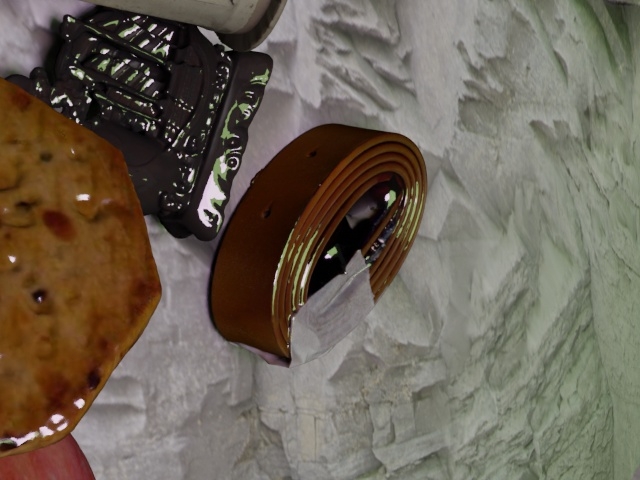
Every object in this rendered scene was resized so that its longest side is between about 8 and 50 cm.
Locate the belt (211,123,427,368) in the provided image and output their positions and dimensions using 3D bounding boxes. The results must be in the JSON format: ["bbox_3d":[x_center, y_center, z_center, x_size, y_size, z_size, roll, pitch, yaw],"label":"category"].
[{"bbox_3d":[0.000,0.000,1.096,0.338,0.122,0.217,-55,135,-21],"label":"belt"}]

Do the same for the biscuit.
[{"bbox_3d":[-0.298,0.009,0.640,0.359,0.359,0.046,-32,166,-37],"label":"biscuit"}]

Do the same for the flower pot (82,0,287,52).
[{"bbox_3d":[-0.145,-0.286,0.759,0.203,0.212,0.212,0,105,-34],"label":"flower pot"}]

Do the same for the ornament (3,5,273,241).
[{"bbox_3d":[-0.192,-0.134,0.854,0.260,0.106,0.251,25,77,-41],"label":"ornament"}]

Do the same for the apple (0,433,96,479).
[{"bbox_3d":[-0.359,0.243,0.680,0.345,0.269,0.345,-44,161,-20],"label":"apple"}]
